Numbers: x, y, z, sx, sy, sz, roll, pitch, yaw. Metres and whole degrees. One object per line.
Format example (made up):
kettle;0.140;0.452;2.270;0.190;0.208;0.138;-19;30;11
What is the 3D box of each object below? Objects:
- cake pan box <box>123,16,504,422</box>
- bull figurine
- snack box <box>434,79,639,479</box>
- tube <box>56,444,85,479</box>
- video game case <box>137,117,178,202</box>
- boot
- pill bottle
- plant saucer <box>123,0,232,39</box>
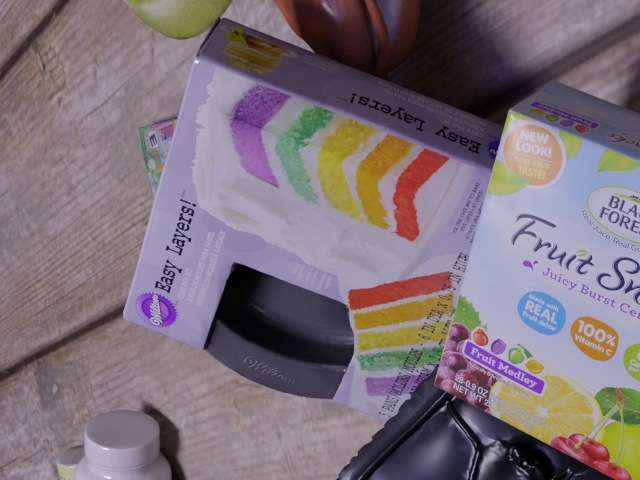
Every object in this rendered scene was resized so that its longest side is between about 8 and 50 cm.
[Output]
cake pan box;0.000;0.000;0.887;0.246;0.070;0.267;24;130;0
bull figurine;-0.019;-0.248;0.908;0.310;0.101;0.188;50;141;31
snack box;0.176;0.033;0.740;0.174;0.070;0.207;25;123;23
tube;-0.270;0.370;1.516;0.070;0.062;0.240;-84;-15;-73
video game case;-0.099;-0.015;1.171;0.193;0.023;0.212;-4;99;54
boot;0.119;0.207;0.860;0.246;0.094;0.207;-54;55;19
pill bottle;-0.218;0.285;1.369;0.108;0.108;0.180;29;124;45
plant saucer;-0.122;-0.273;0.934;0.241;0.037;0.241;12;104;54
